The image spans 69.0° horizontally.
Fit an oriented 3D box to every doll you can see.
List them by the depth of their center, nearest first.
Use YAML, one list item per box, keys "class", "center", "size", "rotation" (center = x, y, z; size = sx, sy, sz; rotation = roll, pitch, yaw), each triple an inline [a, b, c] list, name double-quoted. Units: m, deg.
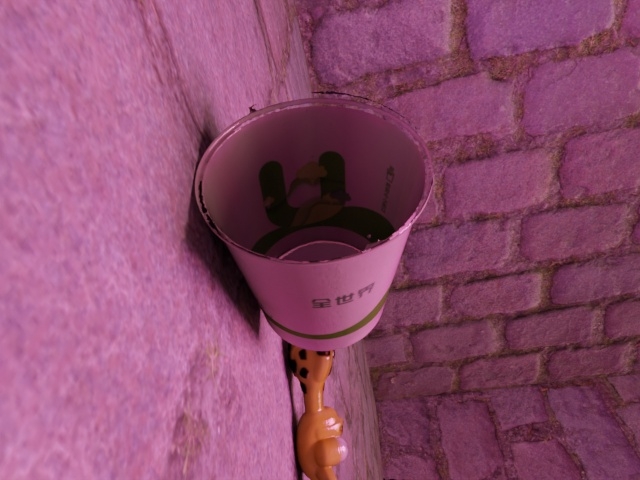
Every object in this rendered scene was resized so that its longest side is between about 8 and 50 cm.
- class: "doll"
  center: [-0.007, 0.274, 0.790]
  size: [0.117, 0.086, 0.291]
  rotation: [150, -64, -65]

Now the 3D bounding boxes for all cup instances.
- class: "cup"
  center: [0.000, 0.000, 0.592]
  size: [0.274, 0.253, 0.253]
  rotation: [84, 2, -51]

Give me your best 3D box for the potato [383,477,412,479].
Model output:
- class: "potato"
  center: [0.214, 0.886, 1.371]
  size: [0.289, 0.301, 0.237]
  rotation: [49, 33, -4]
